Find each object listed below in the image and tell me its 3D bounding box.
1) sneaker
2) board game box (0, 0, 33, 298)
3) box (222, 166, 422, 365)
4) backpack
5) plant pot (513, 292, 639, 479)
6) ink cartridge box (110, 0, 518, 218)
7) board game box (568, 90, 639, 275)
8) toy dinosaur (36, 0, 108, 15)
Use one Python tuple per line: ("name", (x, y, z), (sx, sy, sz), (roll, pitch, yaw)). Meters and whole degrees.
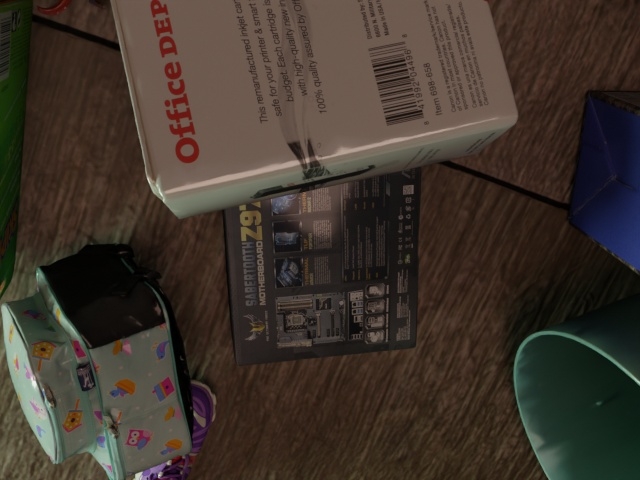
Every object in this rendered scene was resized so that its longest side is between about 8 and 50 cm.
("sneaker", (-0.148, 0.220, 0.782), (0.068, 0.071, 0.170), (12, 107, -14))
("board game box", (-0.269, -0.063, 0.624), (0.039, 0.124, 0.259), (5, 109, -11))
("box", (0.000, 0.000, 0.731), (0.183, 0.059, 0.233), (-5, 112, -8))
("backpack", (-0.192, 0.118, 0.678), (0.144, 0.166, 0.188), (-28, 120, -24))
("plant pot", (0.376, 0.172, 0.752), (0.235, 0.293, 0.293), (-24, 113, -15))
("ink cartridge box", (-0.011, -0.144, 0.608), (0.272, 0.114, 0.197), (-13, 84, -6))
("board game box", (0.419, -0.046, 0.697), (0.291, 0.232, 0.141), (-1, 111, -9))
("toy dinosaur", (-0.175, -0.220, 0.612), (0.047, 0.090, 0.082), (36, 145, -10))
